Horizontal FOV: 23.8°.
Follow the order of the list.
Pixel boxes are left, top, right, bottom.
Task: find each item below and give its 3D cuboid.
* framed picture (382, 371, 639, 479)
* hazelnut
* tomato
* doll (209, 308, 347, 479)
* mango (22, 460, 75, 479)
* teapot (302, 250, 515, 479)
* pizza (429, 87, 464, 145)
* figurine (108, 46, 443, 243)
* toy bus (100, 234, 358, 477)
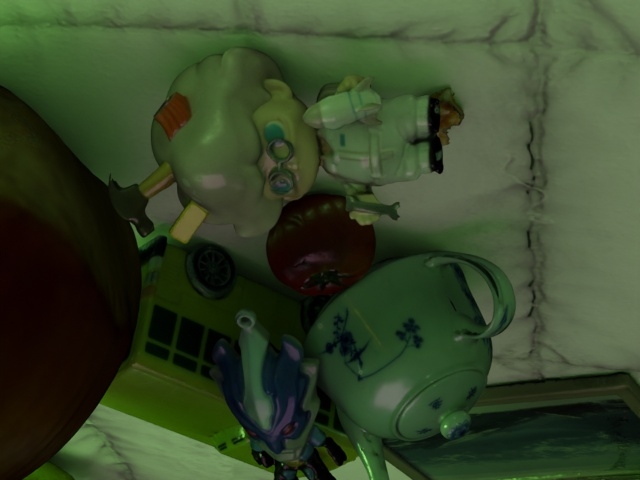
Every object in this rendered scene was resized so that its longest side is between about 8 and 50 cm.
[{"bbox_3d":[0.208,0.208,1.600,0.335,0.022,0.247,-9,149,30],"label":"framed picture"},{"bbox_3d":[-0.297,0.051,1.098,0.366,0.366,0.366,7,153,3],"label":"hazelnut"},{"bbox_3d":[0.000,0.000,1.202,0.087,0.075,0.087,-6,149,-4],"label":"tomato"},{"bbox_3d":[-0.037,0.135,1.252,0.096,0.070,0.195,-5,121,20],"label":"doll"},{"bbox_3d":[-0.405,0.324,1.866,0.185,0.149,0.273,-14,141,40],"label":"mango"},{"bbox_3d":[0.081,0.101,1.252,0.159,0.159,0.232,20,123,-21],"label":"teapot"},{"bbox_3d":[0.080,-0.083,1.079,0.037,0.016,0.083,13,149,-7],"label":"pizza"},{"bbox_3d":[-0.030,-0.069,1.043,0.229,0.112,0.137,-3,124,8],"label":"figurine"},{"bbox_3d":[-0.073,0.114,1.355,0.262,0.150,0.128,25,147,-26],"label":"toy bus"}]
